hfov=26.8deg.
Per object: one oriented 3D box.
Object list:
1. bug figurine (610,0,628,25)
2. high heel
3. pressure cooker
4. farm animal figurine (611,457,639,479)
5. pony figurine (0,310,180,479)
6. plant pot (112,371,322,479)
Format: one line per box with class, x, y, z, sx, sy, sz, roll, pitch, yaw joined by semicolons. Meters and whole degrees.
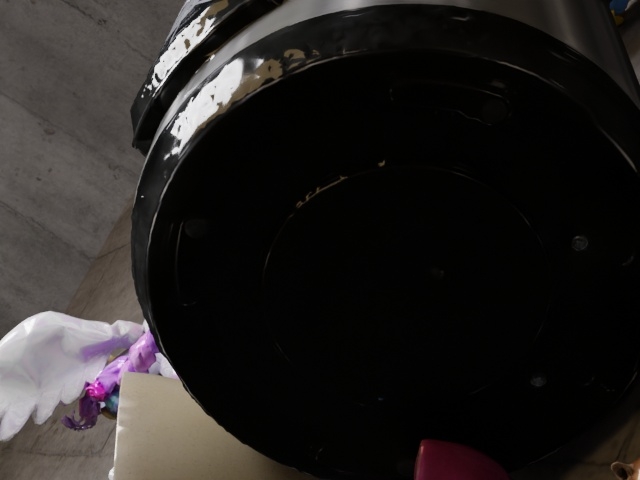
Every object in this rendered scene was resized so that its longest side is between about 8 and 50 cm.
bug figurine;0.332;-0.320;1.207;0.279;0.072;0.216;-43;21;42
high heel;0.047;0.238;0.906;0.244;0.117;0.082;-50;18;24
pressure cooker;0.058;-0.067;1.015;0.420;0.369;0.376;-84;-8;-59
farm animal figurine;0.252;0.045;0.574;0.327;0.172;0.330;-59;16;-6
pony figurine;-0.226;0.156;1.654;0.351;0.302;0.363;-55;-1;-3
plant pot;-0.062;0.246;1.015;0.284;0.190;0.284;-176;90;-83
